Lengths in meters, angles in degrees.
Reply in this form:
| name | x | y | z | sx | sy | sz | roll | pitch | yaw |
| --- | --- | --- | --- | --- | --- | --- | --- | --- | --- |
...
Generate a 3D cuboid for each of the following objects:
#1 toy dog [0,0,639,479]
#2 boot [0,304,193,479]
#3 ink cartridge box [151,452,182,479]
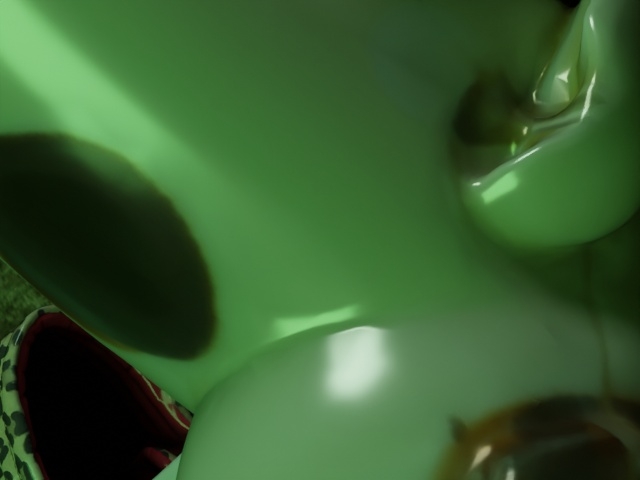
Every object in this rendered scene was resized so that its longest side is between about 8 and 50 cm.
| name | x | y | z | sx | sy | sz | roll | pitch | yaw |
| --- | --- | --- | --- | --- | --- | --- | --- | --- | --- |
| toy dog | 0.007 | -0.006 | 0.656 | 0.284 | 0.395 | 0.408 | -35 | 77 | 43 |
| boot | -0.162 | 0.229 | 1.192 | 0.284 | 0.138 | 0.377 | -32 | 83 | 52 |
| ink cartridge box | -0.003 | 0.155 | 0.998 | 0.148 | 0.086 | 0.203 | 55 | 141 | 7 |
